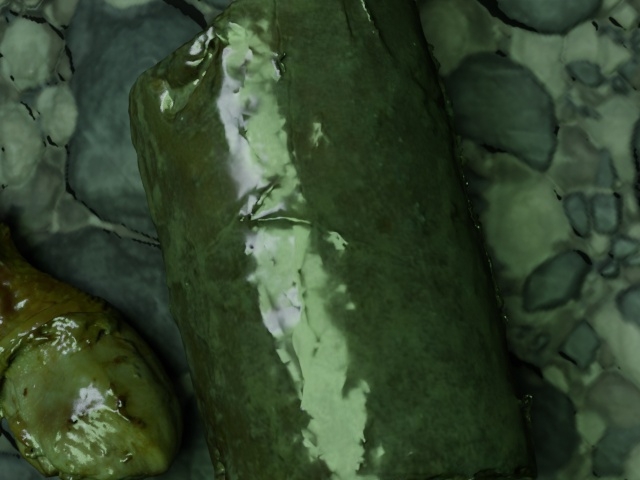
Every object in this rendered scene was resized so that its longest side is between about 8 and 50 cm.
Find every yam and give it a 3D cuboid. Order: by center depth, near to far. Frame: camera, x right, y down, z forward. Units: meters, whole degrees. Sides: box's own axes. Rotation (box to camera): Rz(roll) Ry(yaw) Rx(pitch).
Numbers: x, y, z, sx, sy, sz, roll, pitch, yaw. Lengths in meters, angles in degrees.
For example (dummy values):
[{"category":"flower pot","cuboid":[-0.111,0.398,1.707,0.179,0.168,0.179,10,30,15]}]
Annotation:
[{"category":"yam","cuboid":[0.000,0.000,0.660,0.168,0.168,0.304,-17,82,19]}]

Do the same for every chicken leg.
[{"category":"chicken leg","cuboid":[-0.170,0.064,0.758,0.227,0.088,0.103,42,117,17]}]
